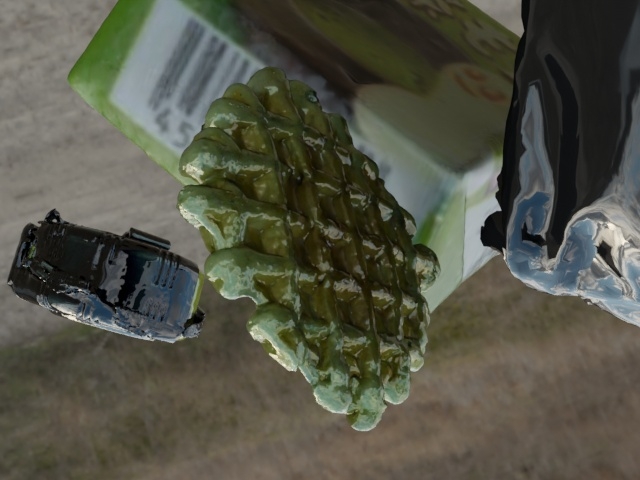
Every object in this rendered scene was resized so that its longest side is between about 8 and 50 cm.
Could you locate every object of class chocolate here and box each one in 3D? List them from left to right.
[{"bbox_3d":[0.027,-0.106,0.821,0.289,0.301,0.137,-32,157,-53],"label":"chocolate"}]

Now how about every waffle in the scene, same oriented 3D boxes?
[{"bbox_3d":[0.000,0.000,0.585,0.036,0.183,0.169,-28,-158,33],"label":"waffle"}]

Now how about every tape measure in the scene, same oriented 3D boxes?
[{"bbox_3d":[-0.207,0.043,1.179,0.199,0.112,0.186,20,175,-43],"label":"tape measure"}]

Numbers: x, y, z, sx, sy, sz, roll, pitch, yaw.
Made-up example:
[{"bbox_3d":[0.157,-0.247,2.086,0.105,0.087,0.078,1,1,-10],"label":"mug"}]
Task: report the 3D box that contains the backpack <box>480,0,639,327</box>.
[{"bbox_3d":[0.232,-0.136,0.579,0.254,0.363,0.445,9,-169,31],"label":"backpack"}]
